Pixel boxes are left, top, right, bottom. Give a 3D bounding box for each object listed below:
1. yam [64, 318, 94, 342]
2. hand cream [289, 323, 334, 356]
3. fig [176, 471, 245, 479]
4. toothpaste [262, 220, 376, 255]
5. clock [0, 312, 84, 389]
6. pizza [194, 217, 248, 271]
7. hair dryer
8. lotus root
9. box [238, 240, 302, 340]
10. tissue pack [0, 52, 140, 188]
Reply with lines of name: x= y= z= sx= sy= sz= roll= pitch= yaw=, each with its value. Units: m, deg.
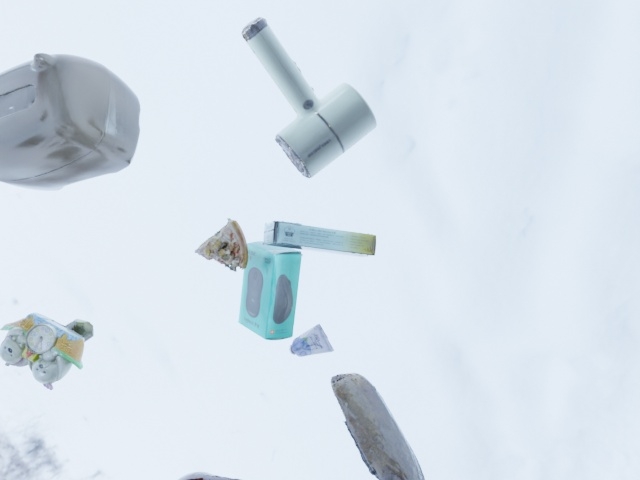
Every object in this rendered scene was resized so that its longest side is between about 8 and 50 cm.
yam: x=-0.661 y=0.252 z=1.442 sx=0.147 sy=0.070 sz=0.069 roll=-30 pitch=95 yaw=7
hand cream: x=-0.032 y=0.284 z=1.499 sx=0.142 sy=0.053 sz=0.084 roll=-28 pitch=92 yaw=42
fig: x=-0.136 y=0.406 z=0.683 sx=0.175 sy=0.207 sz=0.175 roll=8 pitch=137 yaw=8
toothpaste: x=0.000 y=0.000 z=1.524 sx=0.089 sy=0.313 sz=0.070 roll=170 pitch=105 yaw=-65
clock: x=-0.685 y=0.265 z=1.333 sx=0.231 sy=0.144 sz=0.103 roll=26 pitch=167 yaw=9
pizza: x=-0.342 y=0.024 z=1.844 sx=0.196 sy=0.052 sz=0.184 roll=-9 pitch=99 yaw=17
hair dryer: x=-0.053 y=-0.331 z=1.175 sx=0.362 sy=0.203 sz=0.128 roll=53 pitch=176 yaw=-23
lotus root: x=0.138 y=0.405 z=1.124 sx=0.078 sy=0.167 sz=0.329 roll=-43 pitch=59 yaw=17
box: x=-0.181 y=0.170 z=1.910 sx=0.205 sy=0.118 sz=0.311 roll=17 pitch=103 yaw=50
tissue pack: x=-0.657 y=-0.280 z=1.319 sx=0.388 sy=0.277 sz=0.267 roll=-10 pitch=74 yaw=24
